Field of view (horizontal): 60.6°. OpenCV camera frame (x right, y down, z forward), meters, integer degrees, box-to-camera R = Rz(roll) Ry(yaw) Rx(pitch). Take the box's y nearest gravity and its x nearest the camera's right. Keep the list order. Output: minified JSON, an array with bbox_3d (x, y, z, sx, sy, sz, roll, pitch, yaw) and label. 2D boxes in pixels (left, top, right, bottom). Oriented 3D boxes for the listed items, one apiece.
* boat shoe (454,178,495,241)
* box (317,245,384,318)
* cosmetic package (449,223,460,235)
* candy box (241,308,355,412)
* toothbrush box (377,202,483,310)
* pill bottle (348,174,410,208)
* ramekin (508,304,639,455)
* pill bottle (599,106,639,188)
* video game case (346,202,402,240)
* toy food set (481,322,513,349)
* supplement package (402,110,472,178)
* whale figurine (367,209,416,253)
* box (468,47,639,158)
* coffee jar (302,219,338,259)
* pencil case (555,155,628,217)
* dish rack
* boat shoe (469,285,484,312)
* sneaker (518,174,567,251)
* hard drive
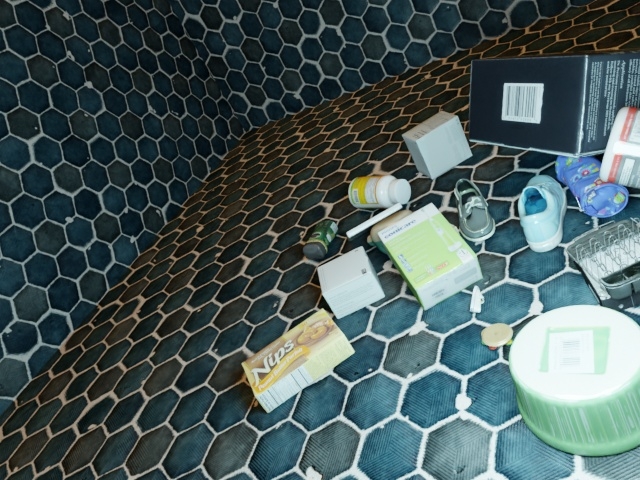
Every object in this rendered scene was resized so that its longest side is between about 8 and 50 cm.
[{"bbox_3d":[0.518,-0.109,1.889,0.116,0.099,0.319,-21,29,17],"label":"boat shoe"},{"bbox_3d":[0.101,0.140,1.857,0.182,0.119,0.181,-26,27,7],"label":"box"},{"bbox_3d":[0.413,0.001,1.851,0.115,0.060,0.041,-36,29,-8],"label":"cosmetic package"},{"bbox_3d":[-0.073,0.362,1.685,0.316,0.087,0.183,-34,27,-6],"label":"candy box"},{"bbox_3d":[0.337,0.044,1.712,0.206,0.122,0.283,-30,44,1],"label":"toothbrush box"},{"bbox_3d":[0.246,-0.200,2.268,0.246,0.136,0.136,4,42,47],"label":"pill bottle"},{"bbox_3d":[0.550,0.277,1.152,0.303,0.148,0.303,-23,28,13],"label":"ramekin"},{"bbox_3d":[0.952,-0.219,1.436,0.363,0.210,0.210,18,50,26],"label":"pill bottle"},{"bbox_3d":[0.202,-0.068,2.098,0.227,0.026,0.206,-29,-5,1],"label":"video game case"},{"bbox_3d":[0.460,0.249,1.428,0.083,0.020,0.082,-18,30,22],"label":"toy food set"},{"bbox_3d":[0.490,-0.403,2.309,0.203,0.194,0.149,-31,26,-3],"label":"supplement package"},{"bbox_3d":[0.277,-0.024,1.985,0.216,0.141,0.272,-29,3,5],"label":"whale figurine"},{"bbox_3d":[0.830,-0.469,1.810,0.472,0.297,0.480,-10,19,-24],"label":"box"},{"bbox_3d":[0.000,0.000,2.235,0.096,0.079,0.184,-8,34,32],"label":"coffee jar"},{"bbox_3d":[0.823,-0.181,1.691,0.133,0.119,0.306,-32,25,20],"label":"pencil case"},{"bbox_3d":[0.736,0.024,1.341,0.208,0.074,0.271,-26,27,7],"label":"dish rack"},{"bbox_3d":[0.450,0.169,1.566,0.035,0.035,0.100,11,37,14],"label":"boat shoe"},{"bbox_3d":[0.687,-0.131,1.705,0.135,0.150,0.366,-15,31,26],"label":"sneaker"},{"bbox_3d":[0.835,0.039,1.370,0.339,0.064,0.237,-21,29,16],"label":"hard drive"}]
